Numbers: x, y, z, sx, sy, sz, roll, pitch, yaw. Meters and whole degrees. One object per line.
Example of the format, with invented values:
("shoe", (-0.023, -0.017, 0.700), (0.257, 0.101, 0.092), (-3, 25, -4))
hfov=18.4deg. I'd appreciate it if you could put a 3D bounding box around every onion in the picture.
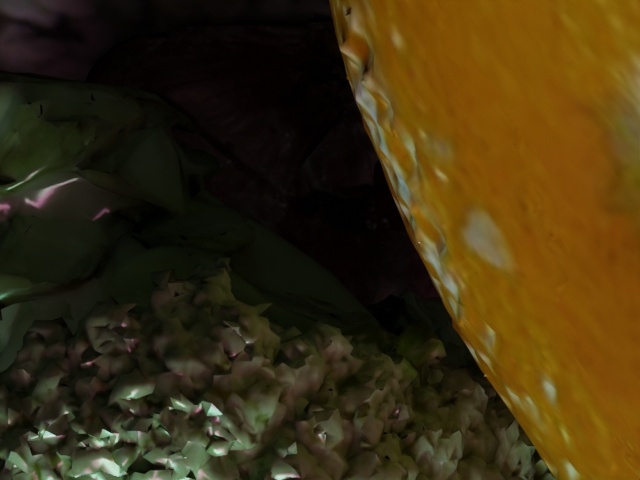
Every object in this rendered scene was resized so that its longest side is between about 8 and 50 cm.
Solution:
("onion", (0.000, 0.000, 0.765), (0.206, 0.098, 0.151), (8, 141, -19))

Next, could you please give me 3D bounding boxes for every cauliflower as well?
("cauliflower", (-0.051, 0.053, 0.617), (0.275, 0.250, 0.272), (-23, 175, 39))

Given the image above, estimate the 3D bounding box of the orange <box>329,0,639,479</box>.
("orange", (0.194, -0.073, 0.441), (0.326, 0.424, 0.424), (-30, 151, -23))
